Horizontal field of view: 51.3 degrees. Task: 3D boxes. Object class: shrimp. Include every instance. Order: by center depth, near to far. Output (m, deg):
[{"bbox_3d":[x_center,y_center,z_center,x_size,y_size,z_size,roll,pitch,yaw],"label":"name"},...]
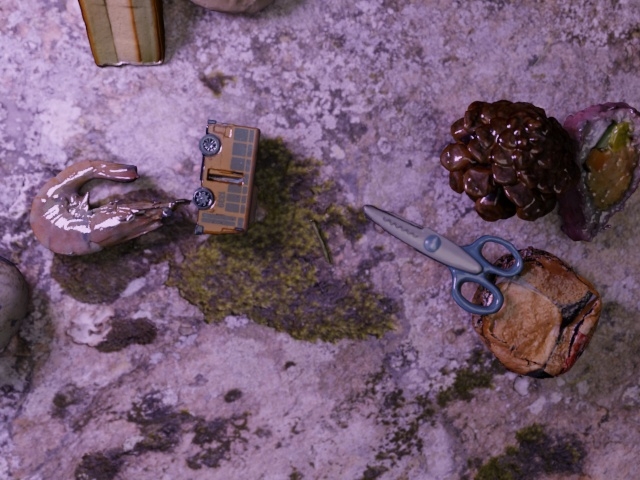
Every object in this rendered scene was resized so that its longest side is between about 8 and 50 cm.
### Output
[{"bbox_3d":[-0.341,-0.065,1.070,0.254,0.059,0.145,-21,87,1],"label":"shrimp"}]

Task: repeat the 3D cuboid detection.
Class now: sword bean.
[{"bbox_3d":[0.000,0.000,1.155,0.012,0.012,0.083,-23,99,-5],"label":"sword bean"}]

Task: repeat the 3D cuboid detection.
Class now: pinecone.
[{"bbox_3d":[0.304,-0.128,1.090,0.228,0.201,0.203,12,92,-13],"label":"pinecone"}]

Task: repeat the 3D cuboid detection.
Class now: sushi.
[{"bbox_3d":[0.499,-0.124,1.168,0.161,0.107,0.241,-15,108,-6],"label":"sushi"}]

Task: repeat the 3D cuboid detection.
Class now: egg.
[{"bbox_3d":[-0.530,0.107,1.020,0.141,0.141,0.182,23,92,-11],"label":"egg"}]

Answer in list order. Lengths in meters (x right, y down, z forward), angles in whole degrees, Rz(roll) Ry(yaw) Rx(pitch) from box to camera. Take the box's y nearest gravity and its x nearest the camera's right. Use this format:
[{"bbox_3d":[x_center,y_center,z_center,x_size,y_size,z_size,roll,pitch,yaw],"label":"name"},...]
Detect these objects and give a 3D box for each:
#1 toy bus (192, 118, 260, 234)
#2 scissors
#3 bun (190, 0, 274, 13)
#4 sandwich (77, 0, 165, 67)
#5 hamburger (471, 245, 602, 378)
[{"bbox_3d":[-0.150,-0.097,1.078,0.103,0.091,0.182,7,95,-9],"label":"toy bus"},{"bbox_3d":[0.197,0.013,1.136,0.289,0.041,0.138,29,90,7],"label":"scissors"},{"bbox_3d":[-0.142,-0.456,1.008,0.222,0.127,0.223,-1,96,-7],"label":"bun"},{"bbox_3d":[-0.295,-0.347,0.975,0.117,0.187,0.144,-5,93,-8],"label":"sandwich"},{"bbox_3d":[0.378,0.128,1.187,0.230,0.107,0.231,-1,99,-4],"label":"hamburger"}]
